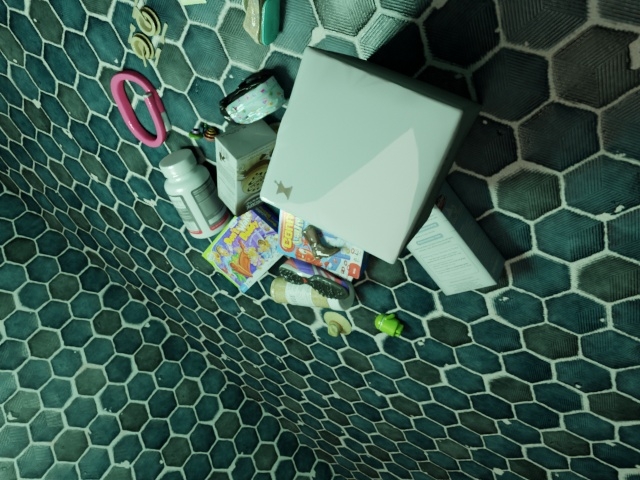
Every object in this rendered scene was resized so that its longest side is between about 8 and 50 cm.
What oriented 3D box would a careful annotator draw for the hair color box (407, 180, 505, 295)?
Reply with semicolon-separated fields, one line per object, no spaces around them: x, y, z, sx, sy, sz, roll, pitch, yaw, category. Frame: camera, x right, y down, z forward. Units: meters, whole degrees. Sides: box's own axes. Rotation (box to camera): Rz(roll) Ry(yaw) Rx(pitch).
0.350;-0.020;1.431;0.374;0.114;0.185;48;141;-15;hair color box

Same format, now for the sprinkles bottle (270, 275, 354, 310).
-0.038;0.208;1.971;0.355;0.121;0.121;0;130;38;sprinkles bottle

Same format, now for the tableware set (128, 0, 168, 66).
-0.563;-0.651;1.558;0.128;0.039;0.194;41;142;-5;tableware set

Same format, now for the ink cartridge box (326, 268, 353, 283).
0.056;0.054;1.751;0.190;0.082;0.140;32;155;10;ink cartridge box

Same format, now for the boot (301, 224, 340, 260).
0.000;0.000;1.545;0.106;0.037;0.114;-19;100;29;boot

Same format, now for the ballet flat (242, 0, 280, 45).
-0.145;-0.633;1.198;0.106;0.107;0.316;43;144;14;ballet flat

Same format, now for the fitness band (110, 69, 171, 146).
-0.663;-0.480;1.805;0.208;0.054;0.291;14;136;28;fitness band

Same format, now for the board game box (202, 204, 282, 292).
-0.282;0.023;1.925;0.233;0.078;0.347;42;125;-6;board game box

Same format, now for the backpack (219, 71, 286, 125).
-0.191;-0.415;1.441;0.181;0.152;0.115;-17;124;33;backpack

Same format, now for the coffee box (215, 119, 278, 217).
-0.238;-0.231;1.591;0.119;0.168;0.297;47;153;20;coffee box

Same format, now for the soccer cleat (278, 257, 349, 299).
-0.011;0.128;1.843;0.318;0.116;0.109;16;140;35;soccer cleat

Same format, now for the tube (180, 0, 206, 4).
-0.384;-0.750;1.300;0.070;0.062;0.240;-121;9;-46;tube

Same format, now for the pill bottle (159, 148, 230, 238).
-0.485;-0.180;1.875;0.176;0.176;0.319;7;134;33;pill bottle

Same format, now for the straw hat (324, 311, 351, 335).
0.062;0.381;2.121;0.144;0.061;0.145;22;141;20;straw hat

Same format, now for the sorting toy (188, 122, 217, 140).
-0.406;-0.379;1.702;0.101;0.061;0.042;8;126;-7;sorting toy

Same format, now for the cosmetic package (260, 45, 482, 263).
0.127;-0.206;1.102;0.327;0.393;0.330;27;114;14;cosmetic package

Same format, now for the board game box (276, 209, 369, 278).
0.020;-0.065;1.575;0.301;0.086;0.309;17;119;18;board game box

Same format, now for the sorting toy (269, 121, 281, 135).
-0.102;-0.306;1.547;0.274;0.046;0.132;4;132;36;sorting toy

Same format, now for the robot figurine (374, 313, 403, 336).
0.263;0.328;1.900;0.115;0.067;0.101;23;145;18;robot figurine
